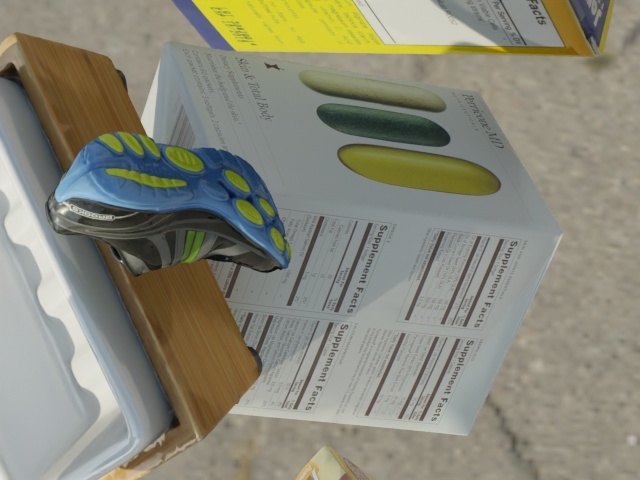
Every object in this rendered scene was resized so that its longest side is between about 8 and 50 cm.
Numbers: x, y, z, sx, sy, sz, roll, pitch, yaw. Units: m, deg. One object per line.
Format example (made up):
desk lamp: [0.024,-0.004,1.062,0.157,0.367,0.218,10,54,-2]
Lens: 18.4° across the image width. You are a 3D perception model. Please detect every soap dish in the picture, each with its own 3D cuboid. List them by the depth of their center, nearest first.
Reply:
soap dish: [-0.174,0.028,1.343,0.229,0.118,0.290,-35,77,51]

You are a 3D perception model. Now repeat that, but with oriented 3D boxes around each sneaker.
sneaker: [-0.090,-0.016,1.198,0.078,0.188,0.067,-37,58,30]

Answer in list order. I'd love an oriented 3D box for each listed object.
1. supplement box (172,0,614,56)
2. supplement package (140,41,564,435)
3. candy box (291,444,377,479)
supplement box: [0.051,-0.277,1.578,0.357,0.194,0.195,4,66,27]
supplement package: [0.000,0.000,1.470,0.199,0.263,0.198,-114,38,-51]
candy box: [0.056,0.364,2.043,0.183,0.316,0.087,-47,37,4]
